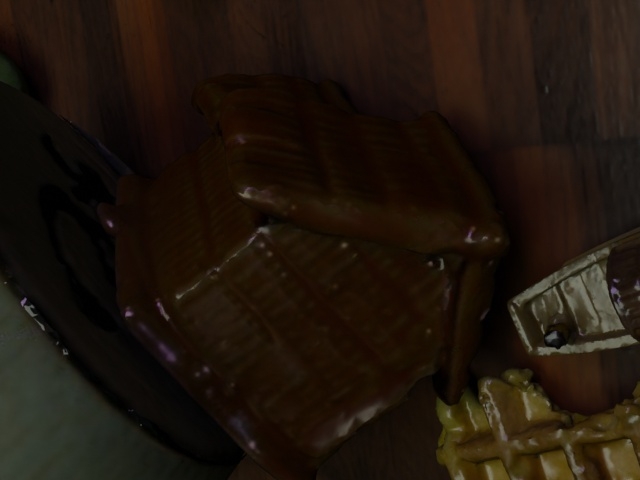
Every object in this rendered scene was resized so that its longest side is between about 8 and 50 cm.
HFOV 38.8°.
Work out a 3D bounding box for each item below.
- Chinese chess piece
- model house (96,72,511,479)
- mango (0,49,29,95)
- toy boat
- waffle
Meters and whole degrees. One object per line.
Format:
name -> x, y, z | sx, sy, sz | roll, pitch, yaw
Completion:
Chinese chess piece -> -0.189, 0.049, 0.636 | 0.146, 0.349, 0.349 | -34, 77, 7
model house -> -0.001, 0.001, 0.589 | 0.229, 0.199, 0.220 | -34, 120, 15
mango -> -0.381, -0.153, 0.895 | 0.251, 0.114, 0.157 | 22, 106, 21
toy boat -> 0.193, 0.014, 0.465 | 0.226, 0.088, 0.068 | -26, 85, 40
waffle -> 0.194, 0.185, 0.531 | 0.300, 0.058, 0.282 | 9, 107, 39
